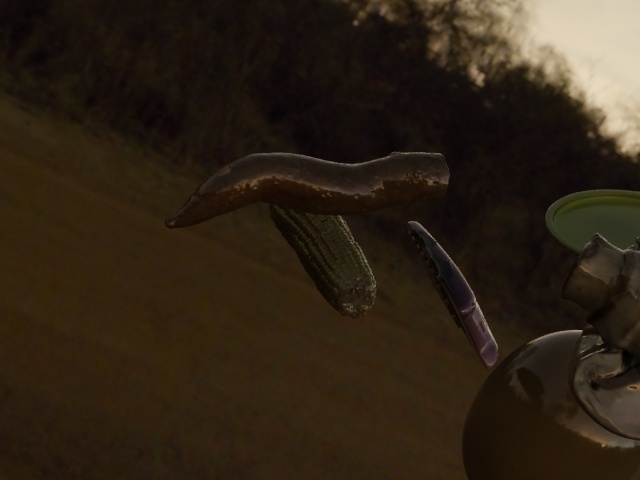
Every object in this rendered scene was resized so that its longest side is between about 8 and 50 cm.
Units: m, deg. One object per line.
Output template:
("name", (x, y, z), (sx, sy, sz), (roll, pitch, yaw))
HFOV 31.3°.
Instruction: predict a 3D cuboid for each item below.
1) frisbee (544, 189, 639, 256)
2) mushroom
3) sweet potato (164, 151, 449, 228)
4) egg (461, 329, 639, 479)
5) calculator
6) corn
("frisbee", (0.411, -0.011, 1.497), (0.235, 0.017, 0.236), (2, 28, -1))
("mushroom", (0.351, 0.078, 1.215), (0.195, 0.254, 0.189), (32, 5, 11))
("sweet potato", (-0.014, -0.056, 1.131), (0.281, 0.067, 0.059), (-2, 41, -15))
("egg", (0.422, 0.334, 2.042), (0.301, 0.374, 0.301), (36, 16, -12))
("calculator", (0.220, 0.079, 1.934), (0.194, 0.043, 0.294), (60, 1, -35))
("corn", (0.000, 0.000, 1.693), (0.097, 0.097, 0.320), (24, 21, -34))
